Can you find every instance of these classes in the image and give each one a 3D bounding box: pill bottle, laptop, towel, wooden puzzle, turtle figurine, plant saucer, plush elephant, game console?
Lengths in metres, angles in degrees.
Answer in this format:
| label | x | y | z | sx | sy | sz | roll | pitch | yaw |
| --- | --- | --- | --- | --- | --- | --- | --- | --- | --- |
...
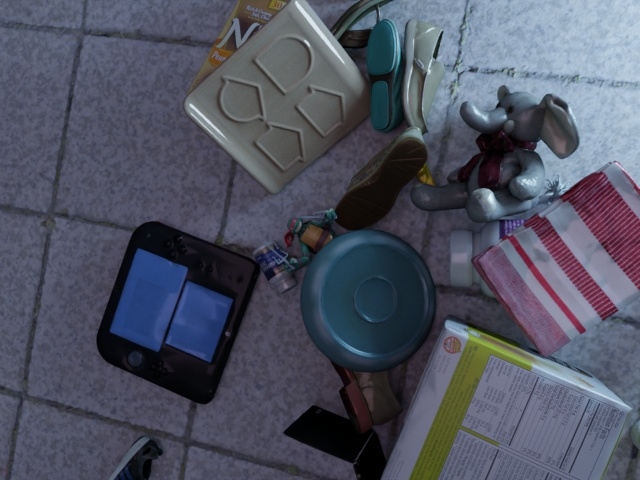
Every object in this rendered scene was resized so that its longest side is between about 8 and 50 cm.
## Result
| label | x | y | z | sx | sy | sz | roll | pitch | yaw |
| --- | --- | --- | --- | --- | --- | --- | --- | --- | --- |
| pill bottle | 0.424 | 0.039 | 1.261 | 0.302 | 0.169 | 0.169 | 1 | 89 | 14 |
| pill bottle | -0.105 | 0.065 | 1.448 | 0.067 | 0.067 | 0.120 | -33 | 81 | 12 |
| laptop | 0.052 | 0.495 | 1.313 | 0.137 | 0.234 | 0.264 | -19 | 84 | 14 |
| towel | 0.485 | 0.037 | 1.139 | 0.329 | 0.037 | 0.237 | -38 | 85 | 13 |
| wooden puzzle | -0.084 | -0.318 | 1.373 | 0.348 | 0.322 | 0.080 | -42 | 35 | 7 |
| turtle figurine | 0.000 | 0.000 | 1.398 | 0.234 | 0.118 | 0.175 | 26 | 110 | -2 |
| plant saucer | 0.115 | 0.129 | 1.325 | 0.318 | 0.044 | 0.317 | 2 | 83 | -15 |
| plush elephant | 0.375 | -0.189 | 1.237 | 0.330 | 0.272 | 0.255 | -7 | 102 | -14 |
| game console | -0.364 | 0.173 | 1.518 | 0.342 | 0.060 | 0.386 | 22 | 95 | 14 |

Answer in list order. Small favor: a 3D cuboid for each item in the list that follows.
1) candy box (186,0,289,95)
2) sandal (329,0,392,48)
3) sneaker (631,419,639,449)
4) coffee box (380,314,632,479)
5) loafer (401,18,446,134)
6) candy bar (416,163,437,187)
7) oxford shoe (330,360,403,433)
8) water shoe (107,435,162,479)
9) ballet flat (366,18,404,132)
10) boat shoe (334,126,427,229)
| label | x | y | z | sx | sy | sz | roll | pitch | yaw |
| --- | --- | --- | --- | --- | --- | --- | --- | --- | --- |
| candy box | -0.162 | -0.436 | 1.462 | 0.183 | 0.087 | 0.316 | 33 | 98 | 13 |
| sandal | 0.067 | -0.470 | 1.403 | 0.303 | 0.120 | 0.086 | -38 | 97 | 17 |
| sneaker | 0.743 | 0.369 | 1.199 | 0.232 | 0.115 | 0.090 | -34 | 81 | 11 |
| coffee box | 0.342 | 0.371 | 1.188 | 0.335 | 0.338 | 0.337 | 22 | 93 | 13 |
| loafer | 0.232 | -0.362 | 1.352 | 0.092 | 0.102 | 0.268 | 0 | 91 | 17 |
| candy bar | 0.231 | -0.163 | 1.391 | 0.040 | 0.018 | 0.161 | -23 | 83 | 9 |
| oxford shoe | 0.085 | 0.252 | 1.391 | 0.130 | 0.123 | 0.347 | -16 | 83 | -13 |
| water shoe | -0.477 | 0.594 | 1.530 | 0.080 | 0.073 | 0.203 | 34 | 98 | 10 |
| ballet flat | 0.152 | -0.370 | 1.378 | 0.083 | 0.087 | 0.247 | 6 | 102 | 34 |
| boat shoe | 0.135 | -0.133 | 1.365 | 0.105 | 0.089 | 0.285 | 35 | 124 | -18 |
